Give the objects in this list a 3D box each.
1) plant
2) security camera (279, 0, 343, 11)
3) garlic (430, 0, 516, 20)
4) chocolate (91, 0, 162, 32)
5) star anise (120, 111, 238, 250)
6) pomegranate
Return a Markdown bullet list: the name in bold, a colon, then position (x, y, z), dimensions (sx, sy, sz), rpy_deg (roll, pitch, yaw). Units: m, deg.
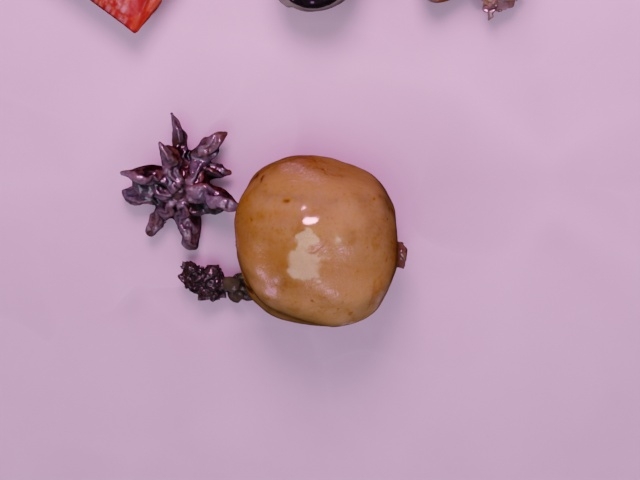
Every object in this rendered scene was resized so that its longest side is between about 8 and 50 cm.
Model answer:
- **plant**: position (-0.200, 0.086, 1.750), dimensions (0.174, 0.087, 0.085), rpy_deg (11, 132, -7)
- **security camera**: position (0.028, -0.493, 1.393), dimensions (0.197, 0.191, 0.277), rpy_deg (39, 114, -13)
- **garlic**: position (0.272, -0.429, 1.384), dimensions (0.207, 0.257, 0.207), rpy_deg (-12, 146, -9)
- **chocolate**: position (-0.334, -0.518, 1.469), dimensions (0.237, 0.108, 0.235), rpy_deg (37, 114, -9)
- **star anise**: position (-0.268, -0.101, 1.650), dimensions (0.212, 0.129, 0.283), rpy_deg (38, 124, -15)
- **pomegranate**: position (0.000, 0.000, 1.557), dimensions (0.332, 0.332, 0.332), rpy_deg (3, 115, 5)
